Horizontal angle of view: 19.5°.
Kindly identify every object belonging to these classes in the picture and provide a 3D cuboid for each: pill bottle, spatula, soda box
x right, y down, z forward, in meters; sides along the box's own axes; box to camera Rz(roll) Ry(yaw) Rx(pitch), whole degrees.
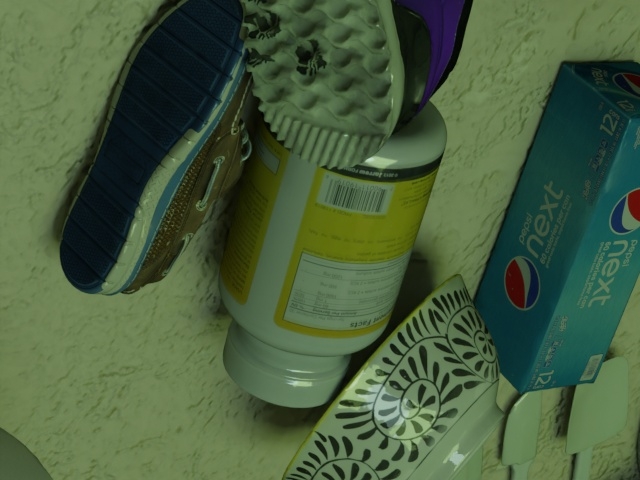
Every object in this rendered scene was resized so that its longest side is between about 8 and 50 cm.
[{"bbox_3d":[0.000,0.000,1.057,0.103,0.103,0.184,-6,127,-33],"label":"pill bottle"},{"bbox_3d":[0.151,0.196,1.392,0.168,0.019,0.242,-21,134,-23],"label":"spatula"},{"bbox_3d":[0.166,-0.007,1.197,0.067,0.071,0.210,-4,126,-35],"label":"soda box"}]

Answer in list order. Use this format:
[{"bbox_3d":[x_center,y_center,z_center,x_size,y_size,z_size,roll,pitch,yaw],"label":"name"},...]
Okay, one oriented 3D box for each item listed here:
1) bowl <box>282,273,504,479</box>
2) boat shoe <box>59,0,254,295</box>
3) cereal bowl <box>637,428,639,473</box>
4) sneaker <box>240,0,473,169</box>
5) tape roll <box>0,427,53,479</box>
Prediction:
[{"bbox_3d":[0.061,0.110,1.152,0.170,0.080,0.170,-49,171,-10],"label":"bowl"},{"bbox_3d":[-0.075,-0.053,0.995,0.066,0.066,0.183,4,125,-52],"label":"boat shoe"},{"bbox_3d":[0.420,0.131,1.450,0.339,0.141,0.339,-19,132,-23],"label":"cereal bowl"},{"bbox_3d":[0.030,-0.195,0.934,0.146,0.102,0.293,-30,129,-51],"label":"sneaker"},{"bbox_3d":[-0.228,0.225,0.940,0.100,0.286,0.286,8,118,-40],"label":"tape roll"}]
